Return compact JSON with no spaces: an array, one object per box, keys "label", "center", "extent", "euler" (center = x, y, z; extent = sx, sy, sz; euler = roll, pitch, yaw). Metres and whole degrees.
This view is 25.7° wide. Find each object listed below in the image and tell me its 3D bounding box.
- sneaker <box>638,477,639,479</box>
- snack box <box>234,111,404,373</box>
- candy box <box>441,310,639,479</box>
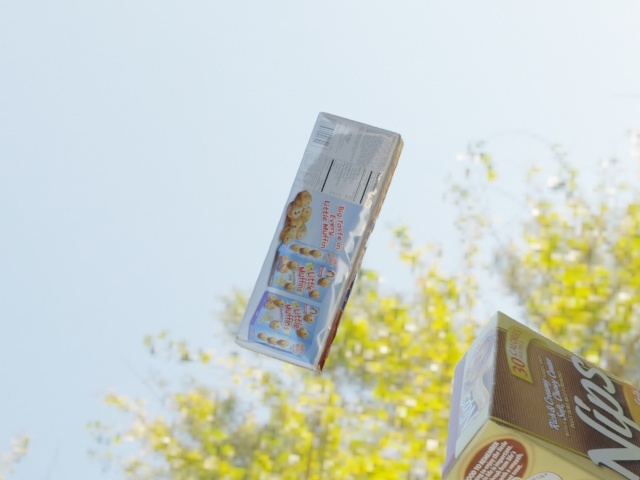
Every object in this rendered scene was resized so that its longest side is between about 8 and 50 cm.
[{"label":"sneaker","center":[0.122,0.065,0.323],"extent":[0.222,0.083,0.118],"euler":[-51,-6,-16]},{"label":"snack box","center":[0.000,0.000,0.990],"extent":[0.022,0.064,0.178],"euler":[52,-123,-71]},{"label":"candy box","center":[0.268,0.209,1.261],"extent":[0.087,0.316,0.183],"euler":[-57,7,27]}]
